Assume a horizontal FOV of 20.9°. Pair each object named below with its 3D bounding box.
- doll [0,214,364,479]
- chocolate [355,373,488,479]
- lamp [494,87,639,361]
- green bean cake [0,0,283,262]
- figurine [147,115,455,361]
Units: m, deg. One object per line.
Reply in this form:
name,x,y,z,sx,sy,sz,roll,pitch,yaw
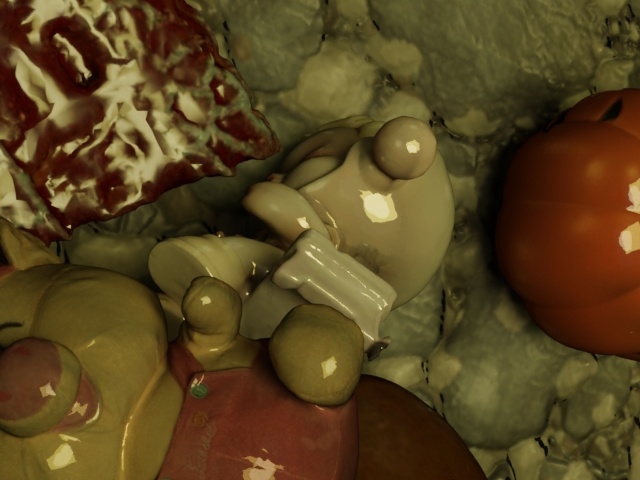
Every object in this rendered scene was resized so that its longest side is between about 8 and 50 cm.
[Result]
doll,-0.110,0.095,0.870,0.255,0.152,0.196,14,47,9
chocolate,0.022,0.167,1.081,0.176,0.176,0.177,-1,91,-28
lamp,0.217,-0.009,1.168,0.187,0.164,0.188,-2,93,-31
green bean cake,-0.164,-0.071,0.997,0.232,0.097,0.198,-39,108,-23
figurine,0.010,0.002,1.040,0.257,0.144,0.182,-50,160,-51
